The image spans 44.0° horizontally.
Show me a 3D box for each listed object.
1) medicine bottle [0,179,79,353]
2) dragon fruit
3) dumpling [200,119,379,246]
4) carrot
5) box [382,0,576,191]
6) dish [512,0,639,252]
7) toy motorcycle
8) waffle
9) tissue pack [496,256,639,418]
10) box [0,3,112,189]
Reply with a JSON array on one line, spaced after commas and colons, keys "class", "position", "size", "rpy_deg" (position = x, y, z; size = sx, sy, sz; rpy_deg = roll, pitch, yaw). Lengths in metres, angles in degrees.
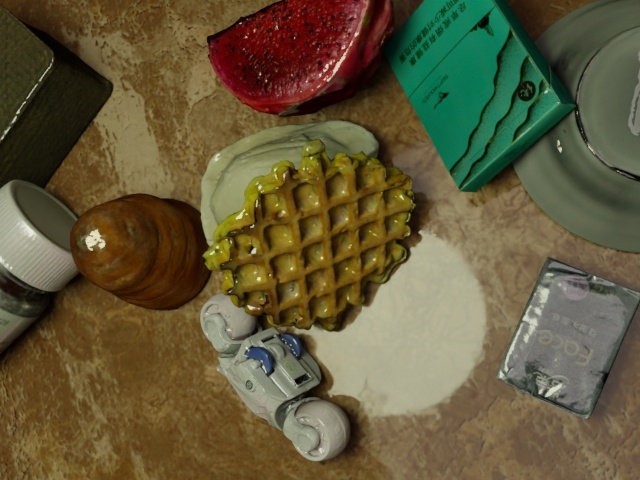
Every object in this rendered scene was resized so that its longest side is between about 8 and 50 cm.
[{"class": "medicine bottle", "position": [-0.456, 0.060, 1.078], "size": [0.273, 0.165, 0.165], "rpy_deg": [-42, 74, 10]}, {"class": "dragon fruit", "position": [-0.015, -0.225, 0.967], "size": [0.262, 0.163, 0.189], "rpy_deg": [-13, 51, 31]}, {"class": "dumpling", "position": [-0.054, -0.079, 1.000], "size": [0.252, 0.131, 0.179], "rpy_deg": [-40, 50, 0]}, {"class": "carrot", "position": [-0.242, 0.013, 0.993], "size": [0.159, 0.225, 0.159], "rpy_deg": [-1, 86, 13]}, {"class": "box", "position": [0.174, -0.192, 0.925], "size": [0.161, 0.042, 0.226], "rpy_deg": [-46, 58, 39]}, {"class": "dish", "position": [0.364, -0.142, 0.872], "size": [0.317, 0.106, 0.316], "rpy_deg": [-1, 85, 13]}, {"class": "toy motorcycle", "position": [-0.065, 0.174, 0.990], "size": [0.112, 0.112, 0.254], "rpy_deg": [-44, 73, 8]}, {"class": "waffle", "position": [0.000, 0.000, 0.930], "size": [0.237, 0.243, 0.059], "rpy_deg": [-58, 37, 11]}, {"class": "tissue pack", "position": [0.282, 0.110, 0.904], "size": [0.112, 0.051, 0.156], "rpy_deg": [23, 90, 17]}, {"class": "box", "position": [-0.461, -0.179, 1.122], "size": [0.184, 0.143, 0.273], "rpy_deg": [39, 96, 17]}]
